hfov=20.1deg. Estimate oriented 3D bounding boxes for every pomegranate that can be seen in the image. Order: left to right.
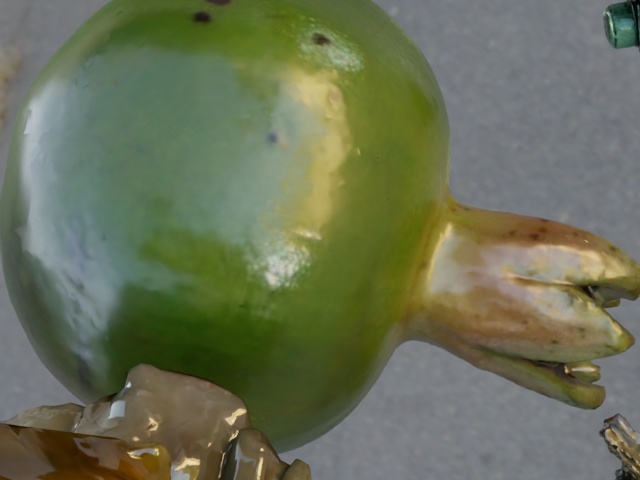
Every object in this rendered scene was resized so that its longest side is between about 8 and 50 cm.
[{"bbox_3d":[0.000,0.000,0.838,0.236,0.301,0.236,21,-90,-83],"label":"pomegranate"}]

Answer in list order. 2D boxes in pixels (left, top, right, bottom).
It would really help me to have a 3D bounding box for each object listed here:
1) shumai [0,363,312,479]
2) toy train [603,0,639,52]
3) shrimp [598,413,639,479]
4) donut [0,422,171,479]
[{"bbox_3d":[-0.082,0.217,0.692,0.283,0.346,0.217,-90,6,-54],"label":"shumai"},{"bbox_3d":[0.237,-0.146,0.972,0.172,0.099,0.070,-9,30,0],"label":"toy train"},{"bbox_3d":[0.188,0.133,0.746,0.091,0.184,0.043,-57,-3,11],"label":"shrimp"},{"bbox_3d":[-0.181,0.095,0.383,0.330,0.330,0.160,8,96,51],"label":"donut"}]
